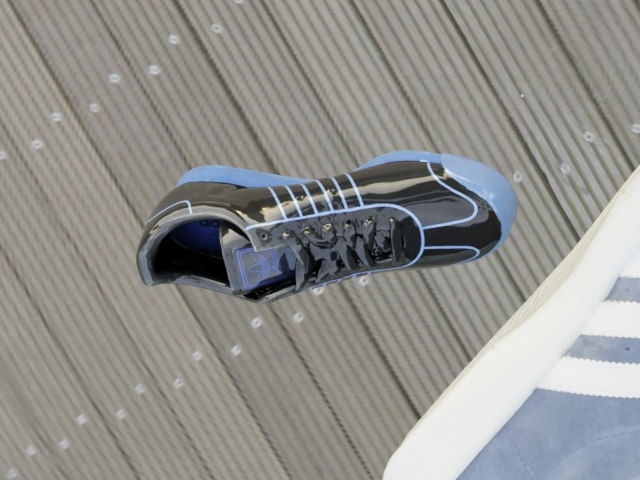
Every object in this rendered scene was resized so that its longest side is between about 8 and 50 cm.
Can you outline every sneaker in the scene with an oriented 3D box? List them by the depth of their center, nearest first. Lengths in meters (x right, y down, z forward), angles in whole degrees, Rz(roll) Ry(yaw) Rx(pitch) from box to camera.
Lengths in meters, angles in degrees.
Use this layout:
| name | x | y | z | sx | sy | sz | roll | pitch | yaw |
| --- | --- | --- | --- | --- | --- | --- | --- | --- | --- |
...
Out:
| name | x | y | z | sx | sy | sz | roll | pitch | yaw |
| --- | --- | --- | --- | --- | --- | --- | --- | --- | --- |
| sneaker | 0.193 | 0.050 | 0.564 | 0.148 | 0.131 | 0.350 | 41 | 103 | 9 |
| sneaker | 0.000 | 0.000 | 0.637 | 0.232 | 0.090 | 0.081 | -2 | 122 | 19 |
